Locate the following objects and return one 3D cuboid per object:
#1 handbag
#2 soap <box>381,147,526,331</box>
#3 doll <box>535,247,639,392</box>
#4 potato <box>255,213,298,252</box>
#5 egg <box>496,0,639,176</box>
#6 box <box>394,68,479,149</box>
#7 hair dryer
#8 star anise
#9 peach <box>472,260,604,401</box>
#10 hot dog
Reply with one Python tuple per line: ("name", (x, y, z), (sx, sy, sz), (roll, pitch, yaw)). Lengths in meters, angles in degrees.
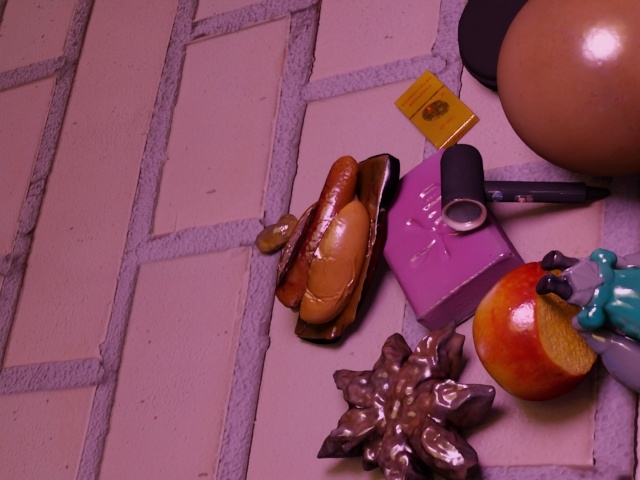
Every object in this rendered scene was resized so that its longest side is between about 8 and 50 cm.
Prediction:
("handbag", (0.369, -0.370, 1.974), (0.308, 0.093, 0.254), (-31, 49, 19))
("soap", (0.191, -0.003, 1.903), (0.181, 0.081, 0.259), (-37, 49, 14))
("doll", (0.423, 0.077, 1.623), (0.258, 0.153, 0.195), (44, 75, 1))
("potato", (-0.076, -0.011, 2.131), (0.092, 0.045, 0.046), (-35, 13, 13))
("egg", (0.404, -0.239, 1.704), (0.374, 0.301, 0.301), (-15, 51, 67))
("box", (0.198, -0.222, 2.064), (0.087, 0.023, 0.155), (-42, 48, 6))
("hair dryer", (0.307, -0.083, 1.830), (0.255, 0.070, 0.128), (0, 48, 0))
("star anise", (0.121, 0.268, 1.784), (0.315, 0.108, 0.315), (-17, 55, 26))
("peach", (0.311, 0.123, 1.677), (0.192, 0.190, 0.190), (-38, 49, 15))
("hot dog", (0.003, 0.003, 1.953), (0.194, 0.107, 0.326), (7, 83, 53))
